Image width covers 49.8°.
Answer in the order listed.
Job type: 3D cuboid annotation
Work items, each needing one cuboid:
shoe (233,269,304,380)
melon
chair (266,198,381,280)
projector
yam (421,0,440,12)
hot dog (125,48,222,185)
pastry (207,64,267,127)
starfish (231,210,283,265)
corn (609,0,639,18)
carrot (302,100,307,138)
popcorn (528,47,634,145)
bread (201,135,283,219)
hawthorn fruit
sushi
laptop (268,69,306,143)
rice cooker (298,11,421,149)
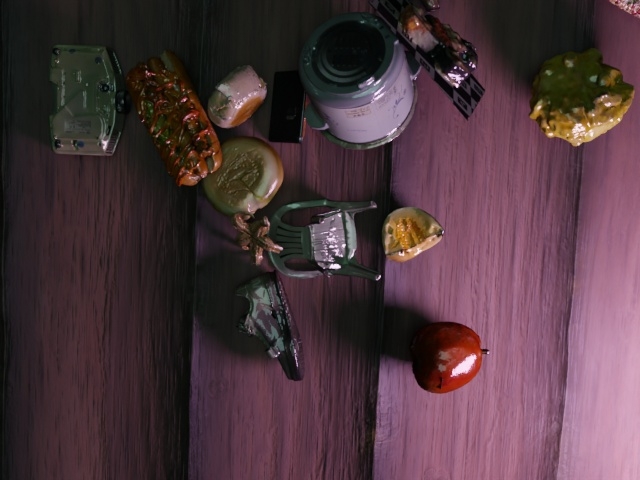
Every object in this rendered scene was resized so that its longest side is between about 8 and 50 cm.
[{"bbox_3d":[-0.140,0.231,1.777,0.149,0.109,0.293,-14,92,5],"label":"shoe"},{"bbox_3d":[0.228,-0.021,1.773,0.160,0.079,0.128,-23,77,2],"label":"melon"},{"bbox_3d":[0.000,0.000,1.714,0.190,0.274,0.204,-7,94,-24],"label":"chair"},{"bbox_3d":[-0.579,-0.348,1.722,0.193,0.088,0.270,2,95,2],"label":"projector"},{"bbox_3d":[0.243,-0.699,1.718,0.046,0.046,0.264,-18,94,1],"label":"yam"},{"bbox_3d":[-0.362,-0.301,1.675,0.158,0.117,0.349,-27,78,9],"label":"hot dog"},{"bbox_3d":[-0.206,-0.350,1.695,0.166,0.166,0.088,-44,87,3],"label":"pastry"},{"bbox_3d":[-0.163,-0.006,1.704,0.150,0.209,0.053,28,59,-11],"label":"starfish"},{"bbox_3d":[0.791,-0.611,1.707,0.289,0.098,0.098,26,95,-2],"label":"corn"},{"bbox_3d":[-0.050,-0.335,1.756,0.035,0.035,0.165,6,93,-1],"label":"carrot"},{"bbox_3d":[0.636,-0.354,1.701,0.233,0.192,0.266,31,70,12],"label":"popcorn"},{"bbox_3d":[-0.196,-0.159,1.733,0.213,0.105,0.214,0,90,9],"label":"bread"},{"bbox_3d":[0.327,0.295,1.750,0.202,0.185,0.185,-7,96,-3],"label":"hawthorn fruit"},{"bbox_3d":[0.287,-0.464,1.608,0.068,0.320,0.339,-39,94,30],"label":"sushi"},{"bbox_3d":[-0.082,-0.334,1.722,0.016,0.129,0.180,1,96,-44],"label":"laptop"},{"bbox_3d":[0.092,-0.370,1.630,0.316,0.317,0.264,-32,66,2],"label":"rice cooker"}]
